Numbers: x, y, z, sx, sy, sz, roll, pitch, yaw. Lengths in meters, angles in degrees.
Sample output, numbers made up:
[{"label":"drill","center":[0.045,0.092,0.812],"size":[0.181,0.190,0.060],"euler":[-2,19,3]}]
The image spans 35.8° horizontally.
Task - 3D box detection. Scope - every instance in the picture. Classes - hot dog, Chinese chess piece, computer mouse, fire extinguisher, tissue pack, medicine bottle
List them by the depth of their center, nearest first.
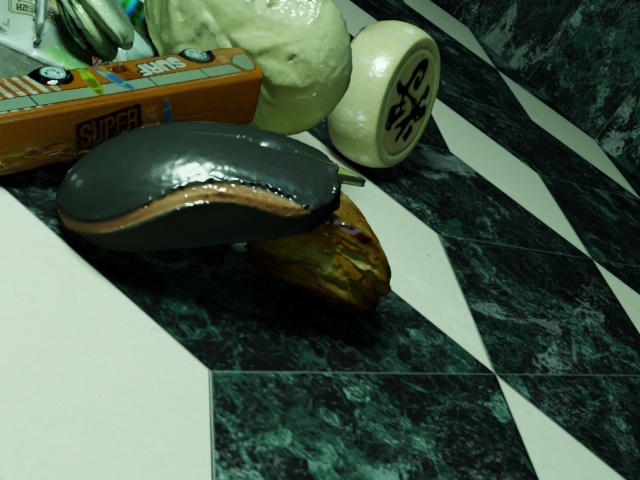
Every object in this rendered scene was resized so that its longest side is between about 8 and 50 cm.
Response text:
[{"label":"computer mouse","center":[-0.134,-0.069,1.117],"size":[0.323,0.116,0.183],"euler":[-6,32,-10]},{"label":"fire extinguisher","center":[-0.141,-0.035,1.270],"size":[0.064,0.043,0.158],"euler":[-15,33,-1]},{"label":"hot dog","center":[0.000,0.000,1.287],"size":[0.196,0.122,0.272],"euler":[26,9,-16]},{"label":"tissue pack","center":[-0.375,-0.271,1.299],"size":[0.159,0.145,0.229],"euler":[20,28,-28]},{"label":"medicine bottle","center":[-0.311,-0.309,1.521],"size":[0.121,0.083,0.229],"euler":[34,22,-16]},{"label":"Chinese chess piece","center":[0.112,-0.253,1.727],"size":[0.104,0.257,0.257],"euler":[22,19,24]}]

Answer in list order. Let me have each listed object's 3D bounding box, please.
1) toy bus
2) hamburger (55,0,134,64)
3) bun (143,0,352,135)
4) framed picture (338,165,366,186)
[{"label":"toy bus","center":[-0.241,-0.167,1.216],"size":[0.408,0.093,0.092],"euler":[-19,47,-41]},{"label":"hamburger","center":[-0.292,-0.293,1.269],"size":[0.133,0.062,0.140],"euler":[59,7,4]},{"label":"bun","center":[-0.132,-0.300,1.478],"size":[0.364,0.364,0.202],"euler":[42,63,18]},{"label":"framed picture","center":[-0.128,-0.146,1.441],"size":[0.338,0.014,0.255],"euler":[7,18,-45]}]
